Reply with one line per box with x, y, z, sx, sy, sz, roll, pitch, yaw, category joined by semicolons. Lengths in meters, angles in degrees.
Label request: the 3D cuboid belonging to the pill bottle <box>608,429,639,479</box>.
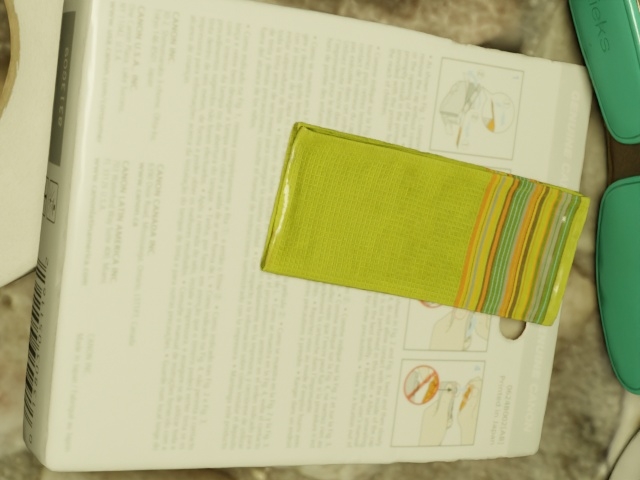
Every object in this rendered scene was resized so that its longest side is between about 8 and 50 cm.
0.322;0.220;0.759;0.215;0.117;0.117;31;95;-2;pill bottle

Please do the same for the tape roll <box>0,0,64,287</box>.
-0.311;-0.140;0.748;0.391;0.072;0.392;0;96;1;tape roll

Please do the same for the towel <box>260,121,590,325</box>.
0.079;-0.007;0.718;0.237;0.021;0.102;11;92;-26;towel

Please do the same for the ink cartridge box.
0.000;0.000;0.744;0.384;0.091;0.308;4;96;-26;ink cartridge box

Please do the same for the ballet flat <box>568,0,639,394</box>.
0.259;-0.060;0.748;0.124;0.116;0.343;-9;92;-19;ballet flat
